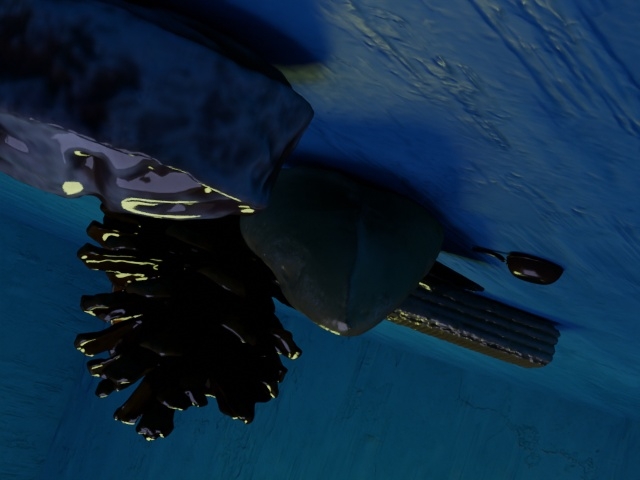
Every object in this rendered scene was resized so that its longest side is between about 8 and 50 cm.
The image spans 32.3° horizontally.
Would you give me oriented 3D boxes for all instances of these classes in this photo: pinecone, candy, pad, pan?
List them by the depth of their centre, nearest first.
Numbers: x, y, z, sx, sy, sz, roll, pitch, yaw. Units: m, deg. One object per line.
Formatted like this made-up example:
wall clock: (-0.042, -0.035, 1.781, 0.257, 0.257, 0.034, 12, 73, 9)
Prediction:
candy: (-0.157, -0.102, 0.846, 0.290, 0.157, 0.214, 19, 177, 1)
pan: (0.231, 0.031, 1.320, 0.115, 0.023, 0.068, 14, 172, 31)
pad: (0.107, 0.024, 1.378, 0.174, 0.022, 0.233, 26, -173, 20)
pinecone: (-0.159, 0.085, 1.427, 0.384, 0.384, 0.384, 19, 172, 3)

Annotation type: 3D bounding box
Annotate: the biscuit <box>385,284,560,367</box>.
biscuit: (0.171, 0.107, 1.801, 0.426, 0.078, 0.144, 19, 171, -1)

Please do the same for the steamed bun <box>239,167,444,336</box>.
steamed bun: (0.012, -0.014, 1.175, 0.212, 0.110, 0.231, 25, -150, 13)

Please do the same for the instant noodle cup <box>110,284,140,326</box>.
instant noodle cup: (-0.310, 0.082, 2.297, 0.192, 0.250, 0.250, 10, 172, 2)
